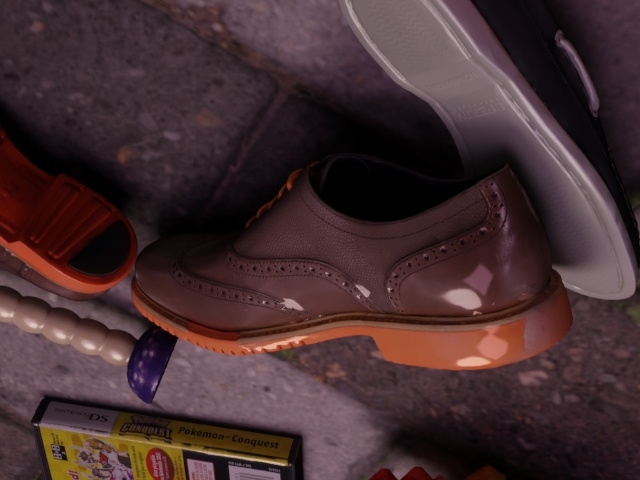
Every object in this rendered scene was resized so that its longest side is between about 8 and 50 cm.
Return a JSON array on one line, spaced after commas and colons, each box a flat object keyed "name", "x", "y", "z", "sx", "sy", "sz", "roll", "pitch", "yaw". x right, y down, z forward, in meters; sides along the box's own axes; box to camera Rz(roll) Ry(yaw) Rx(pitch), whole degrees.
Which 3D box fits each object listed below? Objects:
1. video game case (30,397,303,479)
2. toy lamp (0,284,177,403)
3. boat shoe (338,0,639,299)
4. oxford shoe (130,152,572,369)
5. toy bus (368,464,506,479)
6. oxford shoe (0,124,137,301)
[{"name": "video game case", "x": -0.138, "y": 0.272, "z": 1.230, "sx": 0.248, "sy": 0.035, "sz": 0.275, "roll": 7, "pitch": 132, "yaw": 10}, {"name": "toy lamp", "x": -0.257, "y": 0.057, "z": 1.051, "sx": 0.275, "sy": 0.080, "sz": 0.080, "roll": 22, "pitch": 132, "yaw": -2}, {"name": "boat shoe", "x": 0.131, "y": -0.087, "z": 0.807, "sx": 0.114, "sy": 0.091, "sz": 0.302, "roll": 2, "pitch": 138, "yaw": 47}, {"name": "oxford shoe", "x": 0.000, "y": 0.000, "z": 0.889, "sx": 0.364, "sy": 0.130, "sz": 0.132, "roll": -1, "pitch": 114, "yaw": 36}, {"name": "toy bus", "x": 0.130, "y": 0.267, "z": 1.072, "sx": 0.211, "sy": 0.220, "sz": 0.149, "roll": 49, "pitch": 126, "yaw": 16}, {"name": "oxford shoe", "x": -0.271, "y": -0.040, "z": 0.966, "sx": 0.271, "sy": 0.097, "sz": 0.098, "roll": 40, "pitch": 146, "yaw": -8}]
